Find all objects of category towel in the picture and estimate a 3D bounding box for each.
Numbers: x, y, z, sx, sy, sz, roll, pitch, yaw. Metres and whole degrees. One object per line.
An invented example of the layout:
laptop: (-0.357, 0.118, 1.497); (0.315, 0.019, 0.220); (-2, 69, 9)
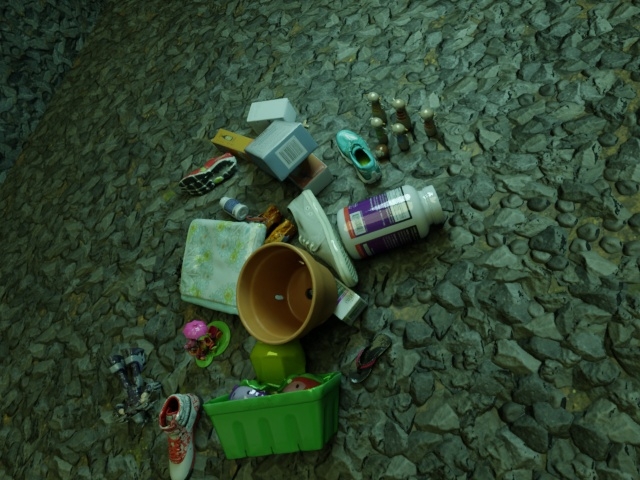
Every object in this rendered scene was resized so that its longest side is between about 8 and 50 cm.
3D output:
towel: (-0.365, 0.085, 1.514); (0.374, 0.090, 0.320); (6, 86, 37)

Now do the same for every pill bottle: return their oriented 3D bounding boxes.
pill bottle: (0.227, -0.067, 1.369); (0.323, 0.181, 0.181); (-19, 60, 12)
pill bottle: (-0.356, -0.134, 1.711); (0.120, 0.067, 0.067); (30, 80, 31)

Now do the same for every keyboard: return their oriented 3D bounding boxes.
keyboard: (-0.529, 0.099, 1.699); (0.100, 0.038, 0.192); (14, 69, 3)

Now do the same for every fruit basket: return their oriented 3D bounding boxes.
fruit basket: (-0.132, 0.416, 1.252); (0.392, 0.283, 0.392); (-2, 82, 18)

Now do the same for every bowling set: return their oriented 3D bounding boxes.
bowling set: (0.266, -0.409, 1.536); (0.287, 0.154, 0.200); (21, 75, 30)

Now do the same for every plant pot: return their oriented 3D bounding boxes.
plant pot: (-0.080, 0.159, 1.267); (0.291, 0.203, 0.290); (-6, 80, 34)

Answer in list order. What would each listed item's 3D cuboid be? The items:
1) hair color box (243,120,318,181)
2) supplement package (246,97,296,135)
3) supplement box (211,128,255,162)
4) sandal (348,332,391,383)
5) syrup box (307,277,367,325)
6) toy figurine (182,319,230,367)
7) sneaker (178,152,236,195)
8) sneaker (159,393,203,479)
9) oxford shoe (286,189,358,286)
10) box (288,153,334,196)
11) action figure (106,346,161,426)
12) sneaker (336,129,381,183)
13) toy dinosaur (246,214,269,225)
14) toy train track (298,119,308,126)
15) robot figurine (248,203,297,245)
hair color box: (-0.163, -0.354, 1.609); (0.185, 0.113, 0.374); (-44, 26, -3)
supplement package: (-0.210, -0.537, 1.826); (0.179, 0.105, 0.105); (0, 65, 23)
supplement box: (-0.370, -0.420, 1.853); (0.233, 0.080, 0.078); (25, 76, 29)
sandal: (0.145, 0.354, 1.278); (0.067, 0.040, 0.179); (37, 83, 32)
syrup box: (0.032, 0.168, 1.385); (0.237, 0.096, 0.093); (37, 85, 33)
toy figurine: (-0.419, 0.344, 1.449); (0.130, 0.159, 0.173); (21, 76, 30)
sneaker: (-0.492, -0.294, 1.847); (0.279, 0.107, 0.118); (-25, 40, 6)
sneaker: (-0.464, 0.628, 1.336); (0.090, 0.145, 0.270); (-3, 65, 21)
oxford shoe: (0.000, 0.000, 1.443); (0.130, 0.169, 0.449); (-32, 50, 2)
box: (-0.054, -0.265, 1.636); (0.130, 0.091, 0.170); (-44, 57, -2)
action figure: (-0.667, 0.529, 1.504); (0.185, 0.099, 0.285); (-28, 62, -1)
sneaker: (0.142, -0.337, 1.579); (0.107, 0.110, 0.275); (-35, 57, 4)
toy dinosaur: (-0.233, -0.081, 1.537); (0.082, 0.090, 0.047); (21, 54, -2)
toy train track: (-0.079, -0.477, 1.797); (0.048, 0.014, 0.083); (21, 80, 22)
robot figurine: (-0.239, 0.010, 1.582); (0.291, 0.085, 0.211); (-45, 56, -3)
